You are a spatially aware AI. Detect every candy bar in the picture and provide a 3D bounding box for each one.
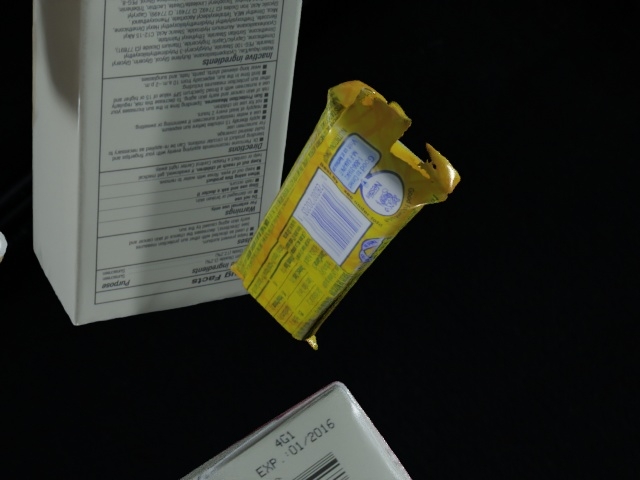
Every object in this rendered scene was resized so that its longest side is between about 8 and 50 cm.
[{"bbox_3d":[0.000,0.000,0.378,0.040,0.161,0.018,46,-112,4],"label":"candy bar"}]

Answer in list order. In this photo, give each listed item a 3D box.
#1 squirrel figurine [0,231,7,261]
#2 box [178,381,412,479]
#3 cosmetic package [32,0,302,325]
[{"bbox_3d":[-0.353,-0.082,0.783,0.281,0.370,0.397,-39,-145,-8],"label":"squirrel figurine"},{"bbox_3d":[-0.032,0.213,0.941,0.127,0.232,0.148,-32,-94,-28],"label":"box"},{"bbox_3d":[-0.111,-0.106,0.926,0.160,0.309,0.113,-9,-143,-27],"label":"cosmetic package"}]
